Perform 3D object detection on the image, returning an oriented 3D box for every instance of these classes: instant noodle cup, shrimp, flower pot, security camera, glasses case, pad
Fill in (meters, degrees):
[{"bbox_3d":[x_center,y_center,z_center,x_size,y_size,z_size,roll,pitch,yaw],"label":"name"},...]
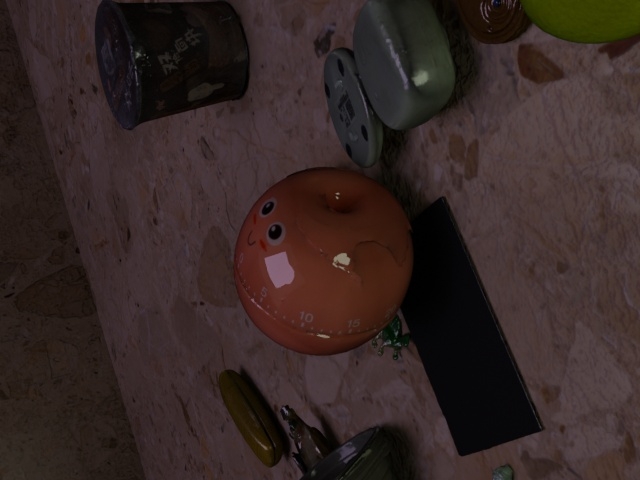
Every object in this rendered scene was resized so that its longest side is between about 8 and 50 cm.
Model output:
[{"bbox_3d":[-0.247,-0.305,1.523,0.217,0.207,0.217,37,134,52],"label":"instant noodle cup"},{"bbox_3d":[0.005,0.403,1.568,0.254,0.059,0.145,53,156,30],"label":"shrimp"},{"bbox_3d":[0.042,0.397,1.347,0.140,0.235,0.235,47,151,0],"label":"flower pot"},{"bbox_3d":[0.075,-0.189,1.101,0.301,0.080,0.157,140,111,-72],"label":"security camera"},{"bbox_3d":[-0.141,0.349,1.814,0.234,0.064,0.079,49,145,42],"label":"glasses case"},{"bbox_3d":[0.167,0.116,1.152,0.300,0.005,0.202,68,154,14],"label":"pad"}]

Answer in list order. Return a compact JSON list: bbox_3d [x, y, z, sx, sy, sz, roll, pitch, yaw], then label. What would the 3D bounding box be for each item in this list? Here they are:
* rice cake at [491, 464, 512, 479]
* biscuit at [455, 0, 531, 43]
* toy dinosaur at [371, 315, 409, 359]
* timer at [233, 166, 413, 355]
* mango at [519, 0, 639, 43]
[{"bbox_3d":[0.222,0.331,1.133,0.021,0.022,0.121,30,130,45],"label":"rice cake"},{"bbox_3d":[0.178,-0.275,0.900,0.124,0.026,0.175,59,150,28],"label":"biscuit"},{"bbox_3d":[0.091,0.120,1.290,0.120,0.029,0.060,58,134,42],"label":"toy dinosaur"},{"bbox_3d":[0.004,0.025,1.162,0.229,0.229,0.215,54,138,36],"label":"timer"},{"bbox_3d":[0.233,-0.262,0.662,0.185,0.149,0.273,46,150,40],"label":"mango"}]
